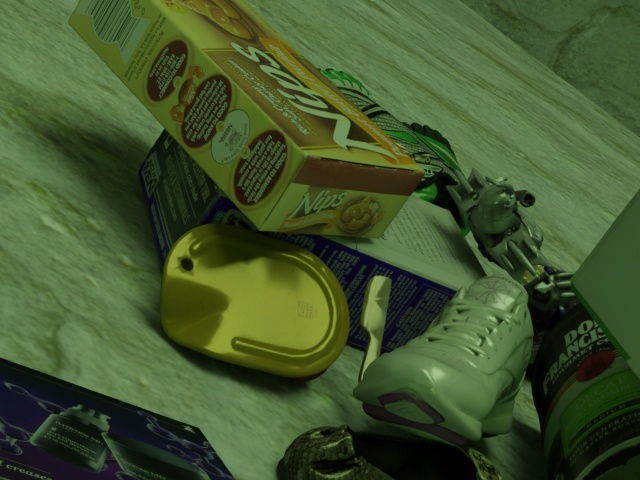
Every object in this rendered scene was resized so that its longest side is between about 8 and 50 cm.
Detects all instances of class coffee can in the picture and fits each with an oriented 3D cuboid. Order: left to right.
[{"bbox_3d":[0.304,0.192,1.223,0.202,0.201,0.275,31,22,-9],"label":"coffee can"}]

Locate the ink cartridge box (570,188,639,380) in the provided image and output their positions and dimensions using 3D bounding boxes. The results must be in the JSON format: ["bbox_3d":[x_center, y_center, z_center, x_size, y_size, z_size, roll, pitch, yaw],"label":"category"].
[{"bbox_3d":[0.378,0.087,1.116,0.278,0.117,0.201,18,26,-32],"label":"ink cartridge box"}]

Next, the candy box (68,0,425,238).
[{"bbox_3d":[-0.071,-0.134,1.242,0.183,0.087,0.316,3,38,-52],"label":"candy box"}]

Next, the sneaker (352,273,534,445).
[{"bbox_3d":[0.114,0.095,1.158,0.114,0.152,0.305,18,1,17],"label":"sneaker"}]

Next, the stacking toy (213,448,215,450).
[{"bbox_3d":[-0.021,0.237,0.809,0.167,0.052,0.221,44,15,-47],"label":"stacking toy"}]

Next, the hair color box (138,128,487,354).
[{"bbox_3d":[0.000,0.000,1.325,0.339,0.110,0.185,24,24,-29],"label":"hair color box"}]

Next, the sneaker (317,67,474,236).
[{"bbox_3d":[0.064,-0.094,1.576,0.344,0.134,0.146,17,28,-38],"label":"sneaker"}]

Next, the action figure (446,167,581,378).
[{"bbox_3d":[0.218,0.024,1.403,0.285,0.099,0.185,59,11,-48],"label":"action figure"}]

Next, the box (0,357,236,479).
[{"bbox_3d":[-0.164,0.117,0.604,0.261,0.103,0.184,24,2,-24],"label":"box"}]

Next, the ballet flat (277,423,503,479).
[{"bbox_3d":[0.073,0.187,1.098,0.250,0.058,0.084,16,29,-39],"label":"ballet flat"}]

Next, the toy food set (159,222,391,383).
[{"bbox_3d":[-0.050,0.068,1.174,0.218,0.071,0.128,18,57,-24],"label":"toy food set"}]
